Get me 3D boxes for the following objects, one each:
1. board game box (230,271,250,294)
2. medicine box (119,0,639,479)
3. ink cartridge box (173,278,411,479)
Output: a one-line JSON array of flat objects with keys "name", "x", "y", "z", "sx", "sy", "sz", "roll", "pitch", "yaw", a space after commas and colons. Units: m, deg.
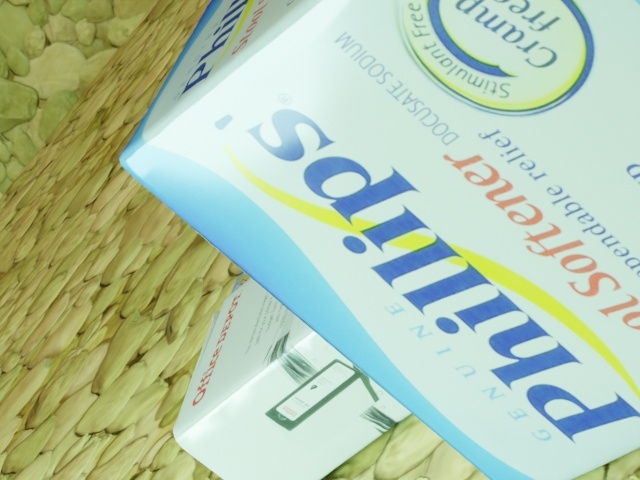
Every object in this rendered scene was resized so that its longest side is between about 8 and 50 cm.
[{"name": "board game box", "x": 0.000, "y": 0.000, "z": 1.378, "sx": 0.194, "sy": 0.060, "sz": 0.194, "roll": -49, "pitch": 16, "yaw": -1}, {"name": "medicine box", "x": 0.109, "y": -0.058, "z": 0.842, "sx": 0.289, "sy": 0.263, "sz": 0.149, "roll": -35, "pitch": 21, "yaw": 41}, {"name": "ink cartridge box", "x": 0.019, "y": 0.050, "z": 1.164, "sx": 0.203, "sy": 0.086, "sz": 0.148, "roll": -39, "pitch": 18, "yaw": 31}]
